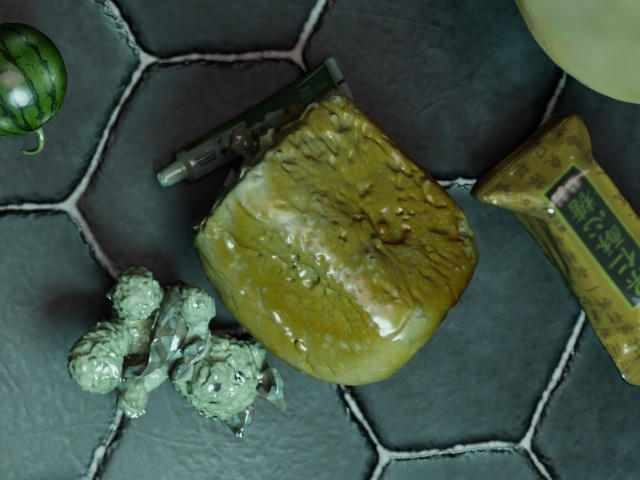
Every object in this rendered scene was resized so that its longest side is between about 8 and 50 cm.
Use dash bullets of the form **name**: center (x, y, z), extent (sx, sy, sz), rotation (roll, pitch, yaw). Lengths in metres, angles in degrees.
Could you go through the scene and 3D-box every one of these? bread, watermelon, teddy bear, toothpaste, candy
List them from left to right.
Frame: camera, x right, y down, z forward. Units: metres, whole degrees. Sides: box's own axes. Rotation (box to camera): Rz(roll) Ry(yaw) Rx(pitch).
- **watermelon**: center (-0.264, -0.135, 1.595), extent (0.109, 0.109, 0.109), rotation (0, 90, -18)
- **teddy bear**: center (-0.135, 0.096, 1.647), extent (0.213, 0.111, 0.133), rotation (31, 102, -40)
- **toothpaste**: center (-0.061, -0.102, 1.698), extent (0.204, 0.031, 0.049), rotation (-30, 101, -17)
- **bread**: center (0.000, 0.000, 1.641), extent (0.246, 0.176, 0.195), rotation (45, 46, -4)
- **candy**: center (0.273, 0.005, 1.774), extent (0.143, 0.101, 0.271), rotation (-43, 108, -7)

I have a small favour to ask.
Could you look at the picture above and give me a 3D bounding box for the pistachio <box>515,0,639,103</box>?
- **pistachio**: center (0.328, -0.343, 1.692), extent (0.365, 0.281, 0.446), rotation (13, 90, -22)
